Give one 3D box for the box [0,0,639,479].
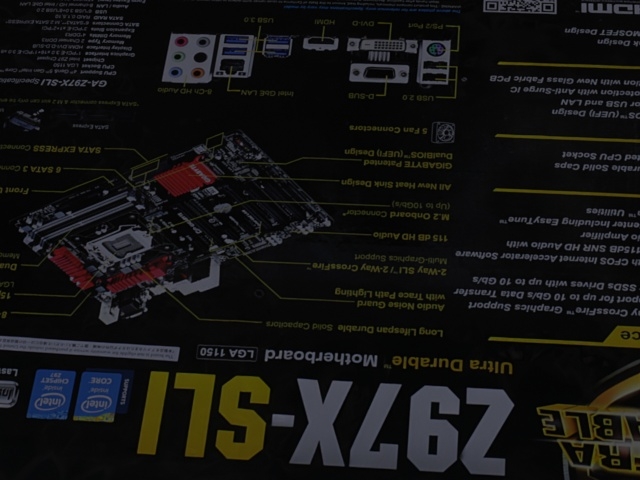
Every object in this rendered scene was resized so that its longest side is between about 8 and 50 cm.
[{"bbox_3d":[0.000,0.000,0.528,0.322,0.079,0.257,2,-123,6],"label":"box"}]
